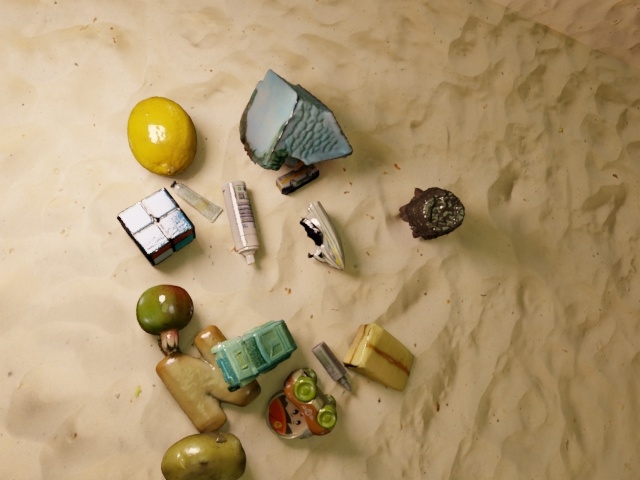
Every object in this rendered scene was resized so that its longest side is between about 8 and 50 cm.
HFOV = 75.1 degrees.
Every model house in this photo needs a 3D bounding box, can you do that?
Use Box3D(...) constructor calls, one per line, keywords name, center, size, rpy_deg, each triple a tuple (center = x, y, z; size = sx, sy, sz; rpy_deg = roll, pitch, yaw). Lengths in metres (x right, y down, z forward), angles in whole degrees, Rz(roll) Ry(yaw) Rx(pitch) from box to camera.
Box3D(name="model house", center=(-0.076, -0.412, 1.569), size=(0.339, 0.297, 0.360), rpy_deg=(11, 28, -36))

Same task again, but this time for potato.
Box3D(name="potato", center=(-0.343, 0.653, 1.241), size=(0.228, 0.197, 0.148), rpy_deg=(-12, 58, -7))

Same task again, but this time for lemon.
Box3D(name="lemon", center=(-0.543, -0.357, 1.436), size=(0.236, 0.236, 0.263), rpy_deg=(12, 86, -12))

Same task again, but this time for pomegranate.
Box3D(name="pomegranate", center=(-0.487, 0.242, 1.309), size=(0.180, 0.180, 0.209), rpy_deg=(-8, 65, -17))

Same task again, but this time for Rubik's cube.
Box3D(name="Rubik's cube", center=(-0.535, -0.040, 1.378), size=(0.183, 0.180, 0.167), rpy_deg=(-36, 87, -19))

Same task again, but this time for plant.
Box3D(name="plant", center=(0.411, -0.109, 1.589), size=(0.182, 0.321, 0.194), rpy_deg=(-33, 93, -4))

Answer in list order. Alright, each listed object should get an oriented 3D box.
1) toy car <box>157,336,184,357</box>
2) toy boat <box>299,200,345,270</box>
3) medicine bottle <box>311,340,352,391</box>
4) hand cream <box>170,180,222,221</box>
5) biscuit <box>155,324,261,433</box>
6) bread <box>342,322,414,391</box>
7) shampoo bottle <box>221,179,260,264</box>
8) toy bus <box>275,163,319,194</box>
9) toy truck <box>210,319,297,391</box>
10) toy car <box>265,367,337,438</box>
Box3D(name="toy car", center=(-0.485, 0.362, 1.359), size=(0.059, 0.035, 0.122), rpy_deg=(-27, 82, -24))
Box3D(name="toy boat", center=(0.004, -0.007, 1.542), size=(0.141, 0.141, 0.269), rpy_deg=(-12, 81, -18))
Box3D(name="medicine bottle", center=(0.048, 0.451, 1.468), size=(0.058, 0.057, 0.199), rpy_deg=(-35, 87, -21))
Box3D(name="hand cream", center=(-0.453, -0.147, 1.504), size=(0.194, 0.042, 0.067), rpy_deg=(35, 68, -8))
Box3D(name="biscuit", center=(-0.356, 0.448, 1.344), size=(0.237, 0.062, 0.290), rpy_deg=(-34, 92, -22))
Box3D(name="bread", center=(0.239, 0.417, 1.472), size=(0.264, 0.163, 0.167), rpy_deg=(26, 69, -8))
Box3D(name="shampoo bottle", center=(-0.281, -0.061, 1.500), size=(0.092, 0.092, 0.303), rpy_deg=(-12, 80, -18))
Box3D(name="toy bus", center=(-0.089, -0.243, 1.620), size=(0.172, 0.057, 0.072), rpy_deg=(-32, 76, -20))
Box3D(name="toy truck", center=(-0.207, 0.356, 1.331), size=(0.279, 0.156, 0.155), rpy_deg=(-12, 72, -59))
Box3D(name="toy car", center=(-0.071, 0.562, 1.378), size=(0.235, 0.145, 0.235), rpy_deg=(0, 88, 1))
